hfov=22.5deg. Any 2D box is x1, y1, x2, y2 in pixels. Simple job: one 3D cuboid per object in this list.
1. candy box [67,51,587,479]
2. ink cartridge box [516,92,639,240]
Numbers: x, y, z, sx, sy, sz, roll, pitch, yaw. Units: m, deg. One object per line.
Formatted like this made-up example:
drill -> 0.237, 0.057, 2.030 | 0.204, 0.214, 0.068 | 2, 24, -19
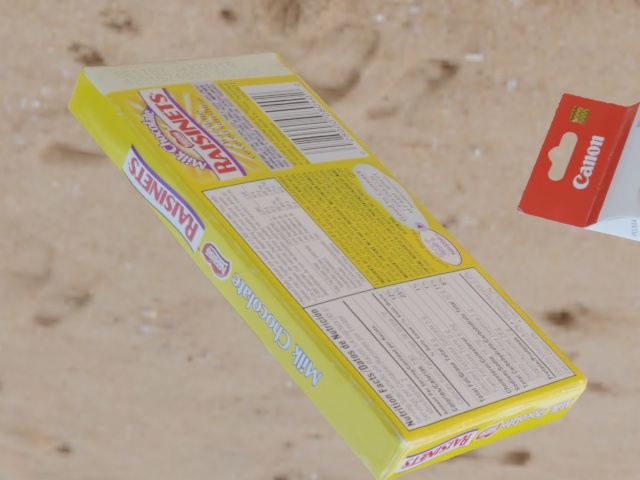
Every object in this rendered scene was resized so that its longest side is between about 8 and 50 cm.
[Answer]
candy box -> 0.000, 0.000, 0.616 | 0.105, 0.206, 0.027 | -13, 141, -42
ink cartridge box -> 0.274, -0.070, 1.381 | 0.179, 0.145, 0.045 | 15, 149, 17
